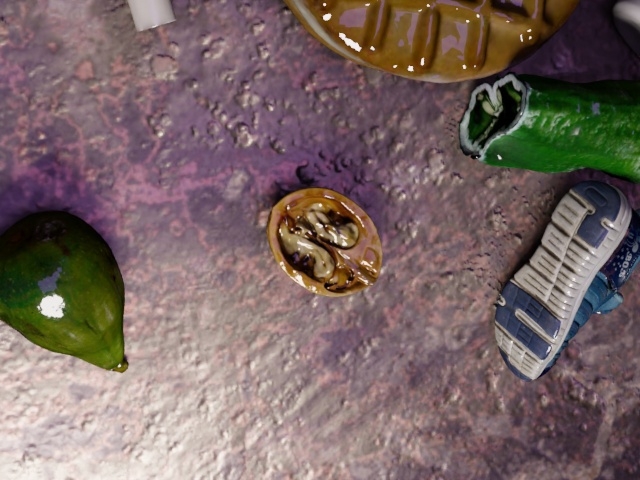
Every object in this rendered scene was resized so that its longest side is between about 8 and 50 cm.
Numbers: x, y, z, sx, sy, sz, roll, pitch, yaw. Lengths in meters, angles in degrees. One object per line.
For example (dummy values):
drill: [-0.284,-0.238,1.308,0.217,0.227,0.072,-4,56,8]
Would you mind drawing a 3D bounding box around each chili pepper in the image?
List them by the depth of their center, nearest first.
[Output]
chili pepper: [0.280,-0.105,1.519,0.270,0.136,0.099,7,61,-17]

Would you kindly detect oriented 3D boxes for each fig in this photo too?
fig: [-0.218,0.058,1.439,0.117,0.117,0.177,-38,113,-6]

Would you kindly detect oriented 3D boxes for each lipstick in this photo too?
lipstick: [-0.165,-0.254,1.444,0.038,0.038,0.131,-18,99,-10]

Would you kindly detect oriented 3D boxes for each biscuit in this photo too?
biscuit: [0.103,-0.303,1.468,0.332,0.103,0.332,-1,95,-13]

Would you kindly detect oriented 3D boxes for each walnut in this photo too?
walnut: [0.000,0.000,1.501,0.121,0.052,0.091,39,85,-16]

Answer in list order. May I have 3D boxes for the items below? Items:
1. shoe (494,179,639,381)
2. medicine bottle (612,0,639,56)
shoe: [0.245,0.045,1.540,0.106,0.091,0.207,23,104,-39]
medicine bottle: [0.373,-0.248,1.533,0.186,0.103,0.103,-45,103,-5]
